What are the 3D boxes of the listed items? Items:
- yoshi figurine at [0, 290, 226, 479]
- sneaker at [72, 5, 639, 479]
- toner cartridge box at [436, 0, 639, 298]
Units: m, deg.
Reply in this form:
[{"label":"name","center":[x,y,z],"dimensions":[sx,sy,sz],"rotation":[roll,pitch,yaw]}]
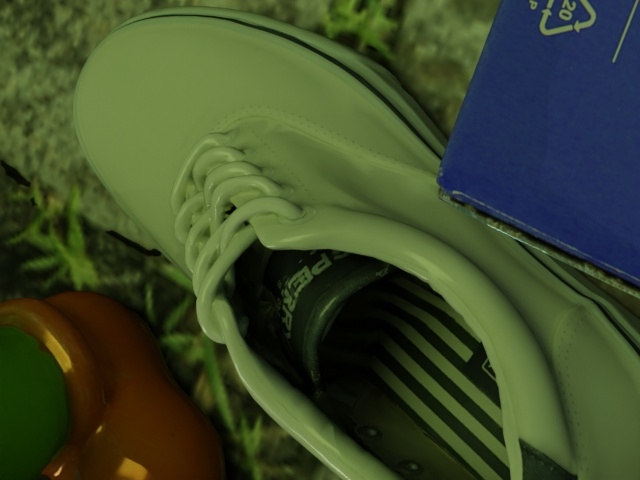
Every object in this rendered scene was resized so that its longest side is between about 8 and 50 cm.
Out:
[{"label":"yoshi figurine","center":[-0.193,0.099,0.516],"dimensions":[0.203,0.362,0.203],"rotation":[19,97,38]},{"label":"sneaker","center":[0.000,0.000,0.542],"dimensions":[0.258,0.091,0.094],"rotation":[36,108,35]},{"label":"toner cartridge box","center":[0.154,-0.150,0.386],"dimensions":[0.075,0.165,0.347],"rotation":[29,105,37]}]
